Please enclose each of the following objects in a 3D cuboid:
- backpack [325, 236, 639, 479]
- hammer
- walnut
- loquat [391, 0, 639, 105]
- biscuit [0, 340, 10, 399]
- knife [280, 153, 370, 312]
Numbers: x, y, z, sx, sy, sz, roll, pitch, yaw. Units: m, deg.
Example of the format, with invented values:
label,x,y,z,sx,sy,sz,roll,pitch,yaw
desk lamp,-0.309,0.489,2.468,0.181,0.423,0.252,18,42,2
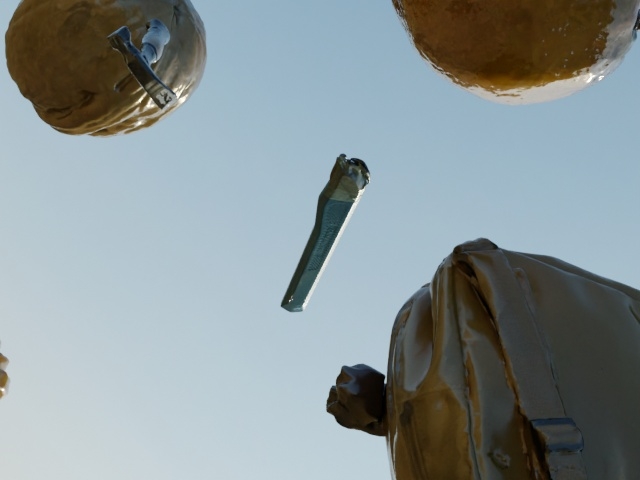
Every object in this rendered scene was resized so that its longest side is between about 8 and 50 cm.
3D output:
label,x,y,z,sx,sy,sz,roll,pitch,yaw
backpack,0.194,0.181,1.053,0.353,0.378,0.201,22,-46,-12
hammer,-0.152,-0.168,1.122,0.078,0.021,0.201,56,8,-16
walnut,-0.352,-0.308,2.027,0.333,0.333,0.333,44,-25,27
loquat,0.170,-0.206,1.053,0.234,0.176,0.187,14,-14,-3
biscuit,-0.341,0.039,0.747,0.376,0.051,0.269,4,-17,27
knife,0.000,-0.002,1.396,0.296,0.044,0.026,116,-23,-51
